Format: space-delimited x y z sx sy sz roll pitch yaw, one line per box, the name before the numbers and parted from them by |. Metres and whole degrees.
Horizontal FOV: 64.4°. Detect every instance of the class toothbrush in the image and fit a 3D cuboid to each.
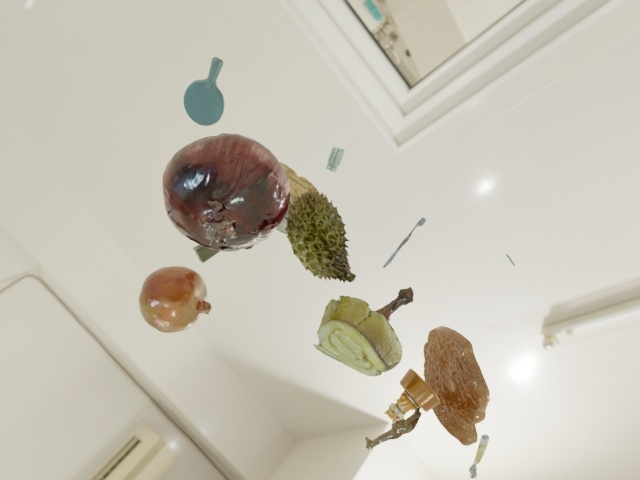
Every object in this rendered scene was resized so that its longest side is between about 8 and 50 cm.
toothbrush | 0.248 0.007 1.507 0.193 0.013 0.019 -49 -144 -3
toothbrush | 0.401 0.552 1.290 0.021 0.288 0.024 -4 -130 5

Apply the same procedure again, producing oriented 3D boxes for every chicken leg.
chicken leg | 0.270 0.301 2.099 0.304 0.113 0.093 -42 -150 -3

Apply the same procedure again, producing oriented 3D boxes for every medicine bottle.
medicine bottle | 0.052 -0.289 1.813 0.047 0.047 0.083 -73 -175 -74

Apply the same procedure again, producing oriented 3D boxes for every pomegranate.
pomegranate | -0.528 0.220 1.885 0.270 0.229 0.252 7 -149 6

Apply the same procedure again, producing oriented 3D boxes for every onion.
onion | -0.253 -0.101 1.338 0.347 0.347 0.285 -35 -149 23

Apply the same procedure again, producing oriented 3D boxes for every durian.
durian | 0.000 0.000 1.480 0.172 0.306 0.166 -30 179 -2

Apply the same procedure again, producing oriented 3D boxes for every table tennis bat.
table tennis bat | -0.389 -0.512 1.752 0.244 0.153 0.040 -63 177 28

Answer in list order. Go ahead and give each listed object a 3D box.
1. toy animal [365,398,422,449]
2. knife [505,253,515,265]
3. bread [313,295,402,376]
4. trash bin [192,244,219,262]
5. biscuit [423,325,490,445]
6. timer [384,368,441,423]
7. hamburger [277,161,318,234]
toy animal | 0.294 0.731 2.005 0.275 0.054 0.149 -50 -139 -12
knife | 0.584 0.058 1.566 0.005 0.014 0.091 -13 -165 9
bread | 0.107 0.280 1.446 0.186 0.257 0.124 -45 -171 46
trash bin | -0.417 0.033 1.891 0.092 0.061 0.043 -34 -152 -23
biscuit | 0.487 0.519 1.869 0.078 0.455 0.350 -16 -139 -21
timer | 0.261 0.483 1.524 0.152 0.132 0.132 -41 -171 -5
hamburger | -0.119 -0.154 1.845 0.209 0.330 0.162 -14 142 -56
